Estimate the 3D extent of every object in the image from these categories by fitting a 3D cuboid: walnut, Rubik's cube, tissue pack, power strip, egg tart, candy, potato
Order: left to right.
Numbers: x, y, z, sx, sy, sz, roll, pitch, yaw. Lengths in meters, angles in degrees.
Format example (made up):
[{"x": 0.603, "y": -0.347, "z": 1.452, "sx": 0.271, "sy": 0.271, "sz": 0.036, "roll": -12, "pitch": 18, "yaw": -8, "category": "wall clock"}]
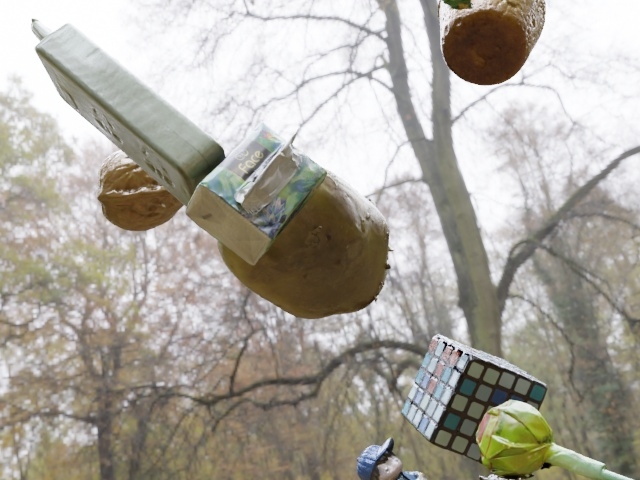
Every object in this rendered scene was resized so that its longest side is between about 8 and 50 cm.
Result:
[{"x": -0.210, "y": -0.142, "z": 0.792, "sx": 0.053, "sy": 0.288, "sz": 0.093, "roll": -45, "pitch": -20, "yaw": -17, "category": "power strip"}, {"x": -0.417, "y": -0.119, "z": 1.763, "sx": 0.213, "sy": 0.213, "sz": 0.213, "roll": -11, "pitch": -25, "yaw": -5, "category": "walnut"}, {"x": -0.054, "y": -0.052, "z": 0.711, "sx": 0.111, "sy": 0.085, "sz": 0.079, "roll": -52, "pitch": -1, "yaw": -41, "category": "tissue pack"}, {"x": -0.003, "y": 0.011, "z": 1.029, "sx": 0.296, "sy": 0.141, "sz": 0.192, "roll": 32, "pitch": -83, "yaw": -45, "category": "potato"}, {"x": 0.292, "y": 0.309, "z": 1.479, "sx": 0.184, "sy": 0.187, "sz": 0.182, "roll": 25, "pitch": 1, "yaw": -13, "category": "Rubik's cube"}, {"x": 0.293, "y": -0.372, "z": 1.362, "sx": 0.202, "sy": 0.147, "sz": 0.203, "roll": 14, "pitch": -41, "yaw": 12, "category": "egg tart"}, {"x": 0.208, "y": 0.175, "z": 0.583, "sx": 0.193, "sy": 0.062, "sz": 0.058, "roll": 15, "pitch": 16, "yaw": 37, "category": "candy"}]

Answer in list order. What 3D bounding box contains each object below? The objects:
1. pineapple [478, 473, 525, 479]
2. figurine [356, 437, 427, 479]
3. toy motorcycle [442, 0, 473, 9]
[{"x": 0.376, "y": 0.535, "z": 1.504, "sx": 0.166, "sy": 0.193, "sz": 0.166, "roll": -44, "pitch": -1, "yaw": -1, "category": "pineapple"}, {"x": 0.136, "y": 0.425, "z": 1.373, "sx": 0.086, "sy": 0.149, "sz": 0.087, "roll": -39, "pitch": -17, "yaw": -40, "category": "figurine"}, {"x": 0.246, "y": -0.425, "z": 1.201, "sx": 0.190, "sy": 0.106, "sz": 0.074, "roll": -25, "pitch": -19, "yaw": 13, "category": "toy motorcycle"}]
